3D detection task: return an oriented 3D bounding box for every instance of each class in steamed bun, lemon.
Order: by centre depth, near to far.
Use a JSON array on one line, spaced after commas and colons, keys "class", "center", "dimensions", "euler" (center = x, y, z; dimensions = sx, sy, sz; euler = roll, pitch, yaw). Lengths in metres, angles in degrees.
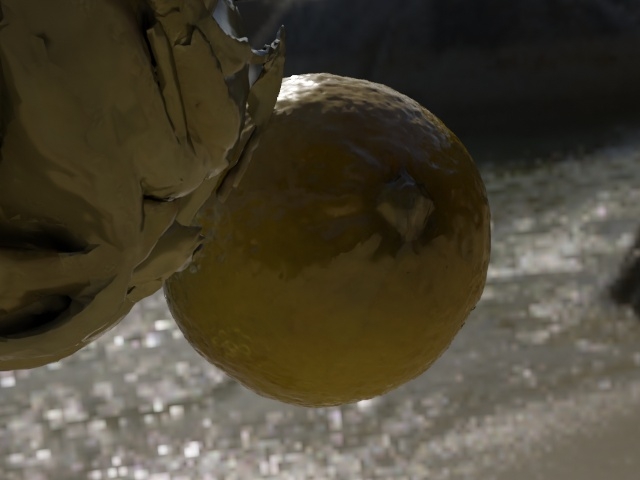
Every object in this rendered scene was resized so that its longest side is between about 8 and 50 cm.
[{"class": "steamed bun", "center": [-0.162, -0.082, 0.499], "dimensions": [0.280, 0.268, 0.207], "euler": [-8, 5, 9]}, {"class": "lemon", "center": [0.000, 0.000, 1.389], "dimensions": [0.293, 0.293, 0.293], "euler": [-5, 9, 1]}]
